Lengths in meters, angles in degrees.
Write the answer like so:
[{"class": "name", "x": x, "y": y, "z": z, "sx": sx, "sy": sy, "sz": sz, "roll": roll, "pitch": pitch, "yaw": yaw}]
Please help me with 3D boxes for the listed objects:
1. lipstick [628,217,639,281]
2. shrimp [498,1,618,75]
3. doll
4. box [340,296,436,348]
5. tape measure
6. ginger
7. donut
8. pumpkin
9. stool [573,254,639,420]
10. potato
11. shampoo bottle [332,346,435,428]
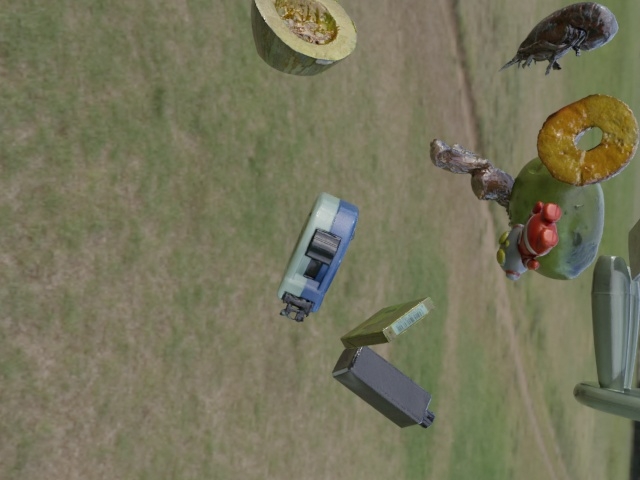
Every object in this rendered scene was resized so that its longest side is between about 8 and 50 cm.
[{"class": "lipstick", "x": 0.439, "y": -0.048, "z": 0.893, "sx": 0.371, "sy": 0.080, "sz": 0.076, "roll": 84, "pitch": 9, "yaw": -67}, {"class": "shrimp", "x": 0.282, "y": -0.238, "z": 0.975, "sx": 0.057, "sy": 0.165, "sz": 0.065, "roll": -36, "pitch": 93, "yaw": -34}, {"class": "doll", "x": 0.409, "y": 0.007, "z": 1.607, "sx": 0.245, "sy": 0.076, "sz": 0.142, "roll": 125, "pitch": -20, "yaw": -69}, {"class": "box", "x": 0.126, "y": 0.161, "z": 1.548, "sx": 0.121, "sy": 0.193, "sz": 0.030, "roll": -32, "pitch": 92, "yaw": -24}, {"class": "tape measure", "x": 0.000, "y": 0.000, "z": 1.598, "sx": 0.351, "sy": 0.098, "sz": 0.215, "roll": -84, "pitch": -162, "yaw": -71}, {"class": "ginger", "x": 0.363, "y": -0.155, "z": 1.900, "sx": 0.290, "sy": 0.084, "sz": 0.122, "roll": 29, "pitch": 66, "yaw": -21}, {"class": "donut", "x": 0.526, "y": -0.191, "z": 1.571, "sx": 0.174, "sy": 0.190, "sz": 0.075, "roll": 54, "pitch": 18, "yaw": 25}, {"class": "pumpkin", "x": -0.047, "y": -0.386, "z": 1.500, "sx": 0.110, "sy": 0.217, "sz": 0.217, "roll": -52, "pitch": -176, "yaw": 39}, {"class": "stool", "x": 0.438, "y": 0.131, "z": 1.033, "sx": 0.195, "sy": 0.195, "sz": 0.198, "roll": 19, "pitch": 80, "yaw": -63}, {"class": "potato", "x": 0.529, "y": -0.052, "z": 1.805, "sx": 0.215, "sy": 0.216, "sz": 0.304, "roll": -62, "pitch": 141, "yaw": -47}, {"class": "shampoo bottle", "x": 0.146, "y": 0.324, "z": 1.741, "sx": 0.246, "sy": 0.080, "sz": 0.079, "roll": 38, "pitch": 56, "yaw": -14}]
